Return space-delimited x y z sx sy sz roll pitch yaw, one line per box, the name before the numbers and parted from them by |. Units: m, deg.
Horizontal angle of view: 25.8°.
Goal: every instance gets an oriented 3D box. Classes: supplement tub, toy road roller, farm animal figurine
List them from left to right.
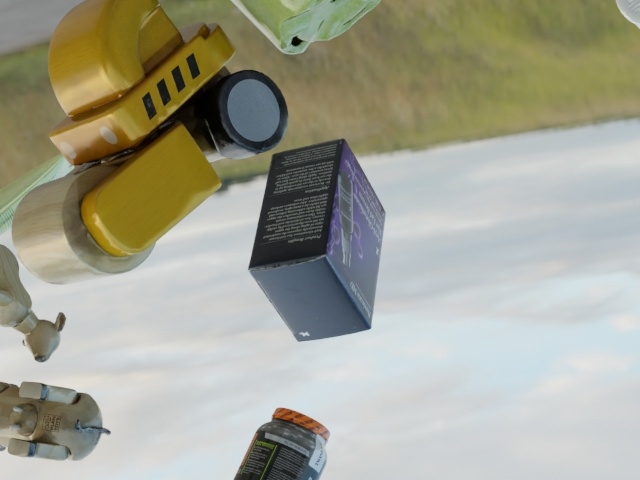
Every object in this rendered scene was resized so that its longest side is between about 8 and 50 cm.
farm animal figurine | -0.393 0.189 1.736 0.327 0.330 0.172 23 180 28
toy road roller | -0.224 -0.130 1.531 0.202 0.240 0.329 -11 -151 53
supplement tub | -0.064 0.349 2.051 0.117 0.190 0.117 23 160 9

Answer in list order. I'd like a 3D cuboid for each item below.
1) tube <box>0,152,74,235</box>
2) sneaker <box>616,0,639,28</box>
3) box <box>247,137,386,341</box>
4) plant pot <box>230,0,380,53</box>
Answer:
tube | -0.444 -0.044 1.962 0.240 0.062 0.070 -36 -155 -19
sneaker | 0.352 -0.337 1.364 0.108 0.292 0.169 14 -179 21
box | 0.000 0.000 1.778 0.108 0.153 0.207 -11 -133 22
plant pot | -0.045 -0.363 1.593 0.276 0.254 0.276 -36 169 -8
